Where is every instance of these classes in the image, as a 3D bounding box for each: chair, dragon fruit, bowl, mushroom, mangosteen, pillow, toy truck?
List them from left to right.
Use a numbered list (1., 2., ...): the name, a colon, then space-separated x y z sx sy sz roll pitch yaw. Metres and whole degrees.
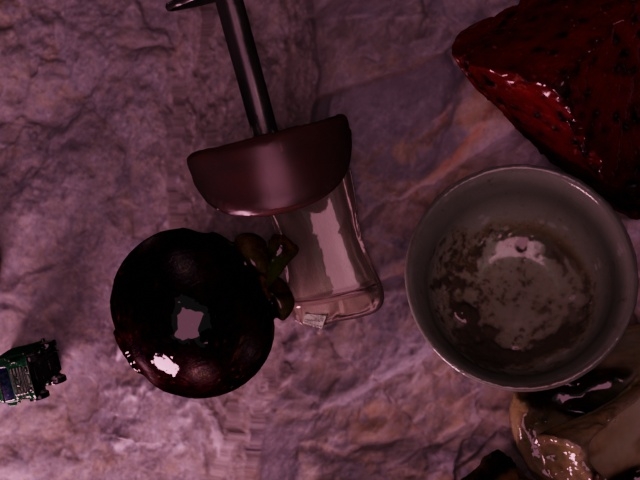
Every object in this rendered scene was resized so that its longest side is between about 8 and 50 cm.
1. toy truck: -0.390 0.174 1.811 0.079 0.147 0.065 -15 95 3
2. mangosteen: -0.139 0.078 1.756 0.265 0.228 0.228 -32 93 -8
3. chair: -0.097 -0.232 1.715 0.226 0.226 0.401 -14 94 5
4. pillow: 0.000 0.000 1.825 0.131 0.038 0.232 -15 94 8
5. bowl: 0.256 0.058 1.747 0.289 0.146 0.289 -2 76 7
6. mushroom: 0.363 0.264 1.747 0.212 0.292 0.217 4 120 36
7. dragon fruit: 0.376 -0.234 1.760 0.329 0.228 0.286 -52 124 -13

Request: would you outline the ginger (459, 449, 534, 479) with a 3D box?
1. ginger: 0.226 0.407 1.738 0.200 0.269 0.223 -40 80 -3
